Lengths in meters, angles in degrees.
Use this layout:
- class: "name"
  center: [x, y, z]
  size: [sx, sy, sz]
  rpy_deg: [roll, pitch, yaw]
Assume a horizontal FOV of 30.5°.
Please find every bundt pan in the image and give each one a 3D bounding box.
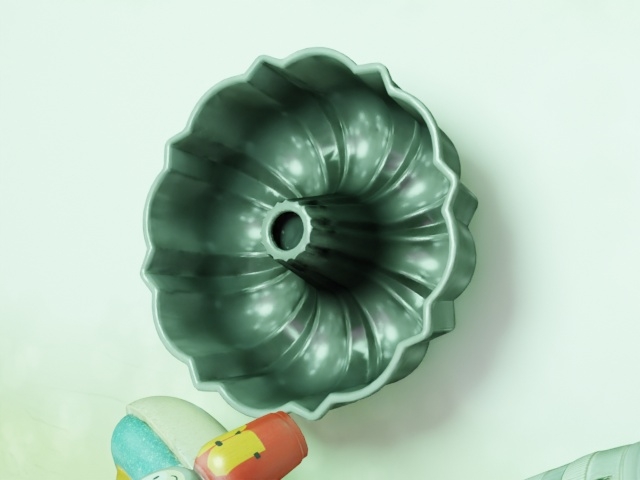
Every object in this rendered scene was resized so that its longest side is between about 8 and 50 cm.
- class: "bundt pan"
  center: [0.000, 0.000, 1.069]
  size: [0.330, 0.124, 0.331]
  rpy_deg: [-5, 79, 30]

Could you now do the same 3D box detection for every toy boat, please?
- class: "toy boat"
  center: [-0.104, 0.237, 0.998]
  size: [0.148, 0.318, 0.267]
  rpy_deg: [-29, 72, -23]

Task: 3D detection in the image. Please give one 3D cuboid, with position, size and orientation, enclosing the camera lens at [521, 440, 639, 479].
- class: "camera lens"
  center: [0.184, 0.282, 0.858]
  size: [0.274, 0.219, 0.219]
  rpy_deg: [-28, 69, 25]
